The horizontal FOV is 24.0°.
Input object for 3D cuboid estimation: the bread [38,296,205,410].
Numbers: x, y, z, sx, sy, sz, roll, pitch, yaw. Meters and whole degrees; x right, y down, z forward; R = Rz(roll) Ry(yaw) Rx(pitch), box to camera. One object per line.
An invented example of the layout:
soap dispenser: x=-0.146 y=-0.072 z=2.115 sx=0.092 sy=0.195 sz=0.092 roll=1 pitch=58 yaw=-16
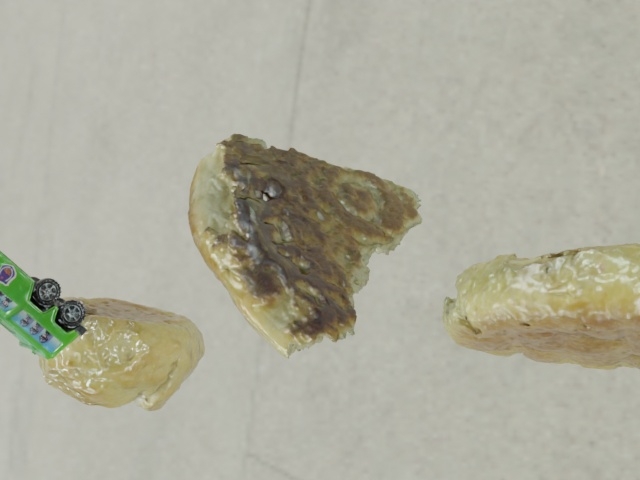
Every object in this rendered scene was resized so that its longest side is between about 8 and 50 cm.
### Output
bread: x=-0.281 y=0.155 z=2.055 sx=0.244 sy=0.244 sz=0.134 roll=20 pitch=102 yaw=55

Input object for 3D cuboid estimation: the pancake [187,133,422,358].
pancake: x=0.000 y=0.000 z=1.323 sx=0.266 sy=0.244 sz=0.057 roll=55 pitch=135 yaw=34

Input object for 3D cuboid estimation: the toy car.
toy car: x=-0.294 y=0.044 z=1.407 sx=0.062 sy=0.165 sz=0.071 roll=-52 pitch=20 yaw=-16

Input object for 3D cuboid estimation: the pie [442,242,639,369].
pie: x=0.276 y=0.070 z=1.373 sx=0.339 sy=0.339 sz=0.083 roll=-11 pitch=70 yaw=55
